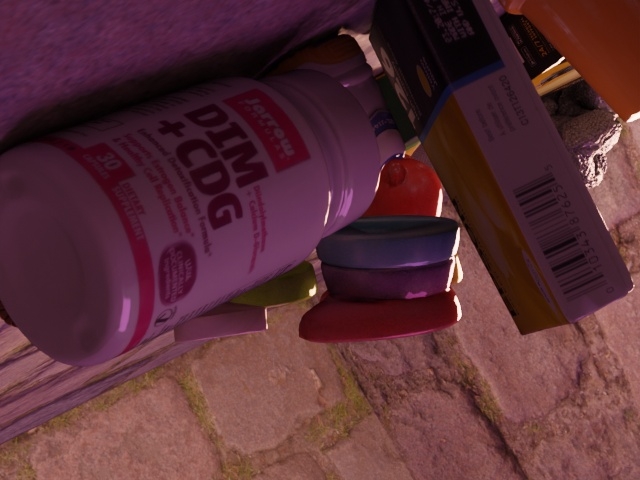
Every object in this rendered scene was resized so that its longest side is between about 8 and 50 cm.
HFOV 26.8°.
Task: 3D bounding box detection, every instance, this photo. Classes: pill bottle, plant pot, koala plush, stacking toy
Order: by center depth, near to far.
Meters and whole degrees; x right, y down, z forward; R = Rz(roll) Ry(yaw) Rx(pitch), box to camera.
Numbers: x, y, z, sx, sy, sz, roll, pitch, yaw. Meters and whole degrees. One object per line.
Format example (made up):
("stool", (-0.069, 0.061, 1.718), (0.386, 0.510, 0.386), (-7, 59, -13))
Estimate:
("pill bottle", (-0.095, -0.030, 0.999), (0.283, 0.160, 0.160), (-26, 174, -43))
("plant pot", (0.262, -0.210, 1.119), (0.205, 0.188, 0.205), (-30, 175, -3))
("stacking toy", (0.000, 0.000, 1.286), (0.279, 0.130, 0.309), (-3, -171, 3))
("koala plush", (0.376, -0.200, 1.883), (0.221, 0.196, 0.203), (-51, 147, -7))

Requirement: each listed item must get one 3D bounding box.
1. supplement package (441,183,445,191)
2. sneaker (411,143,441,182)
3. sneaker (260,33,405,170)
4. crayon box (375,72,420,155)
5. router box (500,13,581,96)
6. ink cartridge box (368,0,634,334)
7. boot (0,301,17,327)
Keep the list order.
("supplement package", (0.211, -0.108, 1.851), (0.105, 0.105, 0.179), (15, -179, -19))
("sneaker", (0.113, -0.112, 1.797), (0.292, 0.108, 0.169), (-22, -178, 30))
("sneaker", (-0.036, -0.063, 1.209), (0.112, 0.131, 0.296), (-29, 177, -33))
("crayon box", (-0.048, -0.056, 1.477), (0.323, 0.083, 0.203), (-29, 175, -9))
("router box", (0.296, -0.242, 1.615), (0.309, 0.081, 0.243), (-26, 174, -36))
("ink cartridge box", (0.133, -0.068, 1.123), (0.072, 0.304, 0.307), (-27, 174, -6))
("boot", (-0.253, 0.037, 1.376), (0.158, 0.059, 0.084), (-32, 180, 3))
